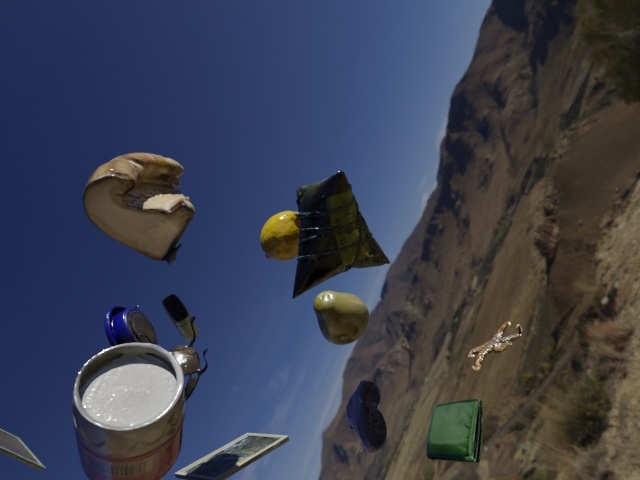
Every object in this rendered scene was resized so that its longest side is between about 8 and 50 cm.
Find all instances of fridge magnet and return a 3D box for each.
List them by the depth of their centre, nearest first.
[{"bbox_3d":[-0.717,0.363,1.822,0.112,0.266,0.265,-29,-15,4],"label":"fridge magnet"}]

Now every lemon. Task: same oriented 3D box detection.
[{"bbox_3d":[-0.143,-0.016,1.909,0.244,0.186,0.187,-54,-10,19],"label":"lemon"}]

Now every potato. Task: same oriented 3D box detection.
[{"bbox_3d":[0.055,0.218,1.407,0.194,0.157,0.157,46,-117,-35],"label":"potato"}]

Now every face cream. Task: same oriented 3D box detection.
[{"bbox_3d":[-0.317,0.296,0.805,0.175,0.175,0.195,-48,-19,-51],"label":"face cream"}]

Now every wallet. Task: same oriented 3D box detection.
[{"bbox_3d":[0.374,0.529,1.325,0.236,0.055,0.160,132,154,-61],"label":"wallet"}]

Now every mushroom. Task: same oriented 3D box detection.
[{"bbox_3d":[-0.570,-0.155,1.517,0.224,0.313,0.397,-52,31,18],"label":"mushroom"}]

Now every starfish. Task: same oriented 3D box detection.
[{"bbox_3d":[0.536,0.332,1.475,0.209,0.053,0.150,-37,-3,-28],"label":"starfish"}]

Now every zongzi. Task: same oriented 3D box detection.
[{"bbox_3d":[0.000,0.000,1.567,0.362,0.384,0.319,-32,5,-22],"label":"zongzi"}]

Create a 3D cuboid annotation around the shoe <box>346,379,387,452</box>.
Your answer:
[{"bbox_3d":[0.135,0.576,1.524,0.245,0.095,0.138,-92,27,-58],"label":"shoe"}]

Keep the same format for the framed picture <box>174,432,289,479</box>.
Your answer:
[{"bbox_3d":[-0.295,0.732,1.624,0.324,0.240,0.021,-10,-95,-47],"label":"framed picture"}]

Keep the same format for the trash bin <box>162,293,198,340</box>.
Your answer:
[{"bbox_3d":[-0.462,0.255,1.579,0.059,0.116,0.130,-33,-32,-20],"label":"trash bin"}]

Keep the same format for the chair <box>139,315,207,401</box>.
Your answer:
[{"bbox_3d":[-0.383,0.331,1.247,0.148,0.174,0.213,-9,-50,-27],"label":"chair"}]

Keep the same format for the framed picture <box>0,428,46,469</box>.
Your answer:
[{"bbox_3d":[-1.015,0.616,1.490,0.019,0.232,0.296,-55,-44,-26],"label":"framed picture"}]
